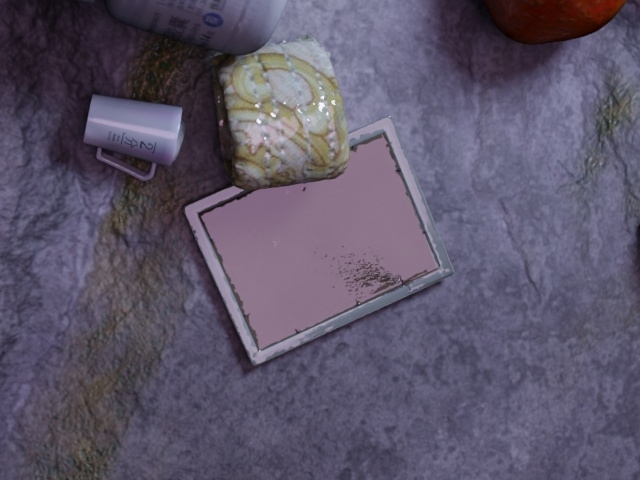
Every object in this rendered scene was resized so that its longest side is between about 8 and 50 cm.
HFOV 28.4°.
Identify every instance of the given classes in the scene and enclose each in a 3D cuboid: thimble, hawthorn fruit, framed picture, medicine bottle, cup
[{"bbox_3d":[-0.051,-0.158,1.535,0.144,0.137,0.190,-8,79,-11],"label":"thimble"},{"bbox_3d":[0.299,-0.341,1.520,0.211,0.262,0.210,-2,97,-15],"label":"hawthorn fruit"},{"bbox_3d":[0.000,0.000,1.630,0.296,0.019,0.232,-24,102,-8],"label":"framed picture"},{"bbox_3d":[-0.182,-0.359,1.419,0.306,0.245,0.245,15,95,-14],"label":"medicine bottle"},{"bbox_3d":[-0.228,-0.124,1.541,0.116,0.074,0.104,10,124,-10],"label":"cup"}]
